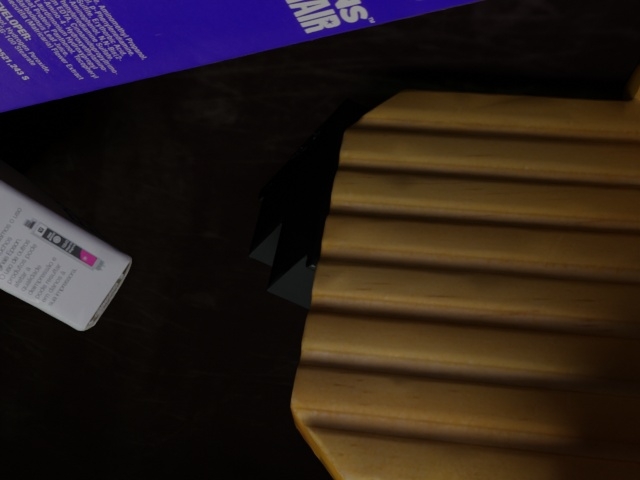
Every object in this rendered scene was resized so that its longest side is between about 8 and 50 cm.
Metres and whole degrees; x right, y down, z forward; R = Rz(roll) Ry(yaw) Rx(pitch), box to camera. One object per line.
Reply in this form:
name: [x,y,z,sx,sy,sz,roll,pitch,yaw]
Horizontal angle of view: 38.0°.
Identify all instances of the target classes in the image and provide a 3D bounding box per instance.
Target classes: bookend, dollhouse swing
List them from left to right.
bookend: [0.000,0.000,0.742,0.072,0.157,0.156,25,143,-19]
dollhouse swing: [0.169,-0.030,0.479,0.305,0.346,0.315,14,146,-2]

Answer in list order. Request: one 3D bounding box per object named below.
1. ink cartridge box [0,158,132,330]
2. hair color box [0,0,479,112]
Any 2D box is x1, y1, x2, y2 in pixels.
ink cartridge box: [-0.325,-0.081,0.652,0.330,0.071,0.324,38,174,-34]
hair color box: [-0.066,-0.183,0.469,0.339,0.185,0.110,-8,141,27]
